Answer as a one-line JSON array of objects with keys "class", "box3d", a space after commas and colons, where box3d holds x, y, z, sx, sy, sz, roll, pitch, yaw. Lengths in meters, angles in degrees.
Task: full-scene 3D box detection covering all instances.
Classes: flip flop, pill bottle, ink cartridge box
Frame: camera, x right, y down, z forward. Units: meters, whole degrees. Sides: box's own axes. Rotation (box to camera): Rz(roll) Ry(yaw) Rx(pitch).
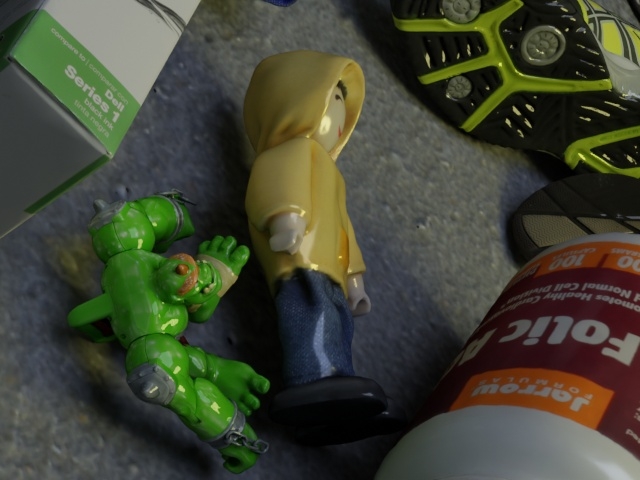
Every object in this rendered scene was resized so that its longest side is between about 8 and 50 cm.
[{"class": "flip flop", "box3d": [0.291, -0.001, 1.703, 0.277, 0.080, 0.112, -6, 49, -25]}, {"class": "pill bottle", "box3d": [0.162, 0.170, 1.351, 0.224, 0.224, 0.392, 52, 33, -7]}, {"class": "ink cartridge box", "box3d": [-0.170, -0.114, 1.264, 0.092, 0.160, 0.219, 44, 41, -18]}]

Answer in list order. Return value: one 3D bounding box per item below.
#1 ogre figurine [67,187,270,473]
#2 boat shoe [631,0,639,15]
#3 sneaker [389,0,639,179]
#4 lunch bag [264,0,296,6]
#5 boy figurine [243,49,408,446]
[{"class": "ogre figurine", "box3d": [-0.097, 0.049, 1.293, 0.118, 0.096, 0.197, 25, 62, -58]}, {"class": "boat shoe", "box3d": [0.330, -0.295, 1.967, 0.092, 0.103, 0.285, -27, 92, -56]}, {"class": "sneaker", "box3d": [0.194, -0.154, 1.723, 0.384, 0.145, 0.147, 35, 26, -33]}, {"class": "lunch bag", "box3d": [-0.122, -0.415, 1.473, 0.385, 0.239, 0.328, 24, 48, -14]}, {"class": "boy figurine", "box3d": [0.000, 0.000, 1.409, 0.177, 0.092, 0.285, 50, 32, -60]}]
